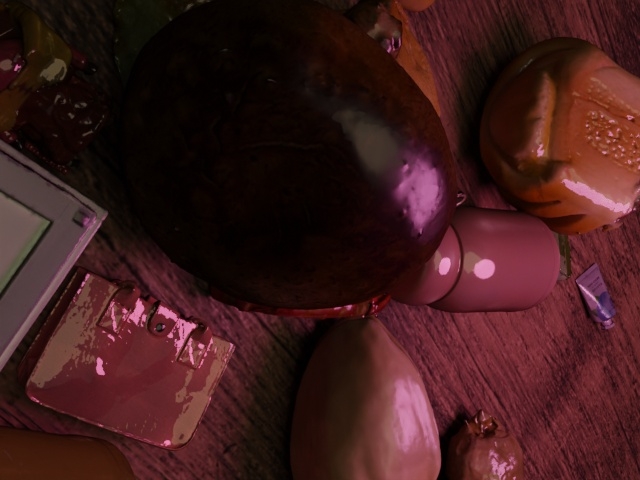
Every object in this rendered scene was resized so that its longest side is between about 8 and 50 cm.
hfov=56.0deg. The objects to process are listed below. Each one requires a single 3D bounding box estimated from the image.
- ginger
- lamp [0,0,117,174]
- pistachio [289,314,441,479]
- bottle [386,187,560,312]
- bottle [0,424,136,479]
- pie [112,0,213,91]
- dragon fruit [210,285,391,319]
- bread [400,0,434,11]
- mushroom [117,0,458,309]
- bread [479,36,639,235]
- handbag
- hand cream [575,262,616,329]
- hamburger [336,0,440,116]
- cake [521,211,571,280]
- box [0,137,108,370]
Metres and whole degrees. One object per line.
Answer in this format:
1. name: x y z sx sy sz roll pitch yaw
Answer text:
1. ginger: 0.292 0.440 1.075 0.138 0.152 0.267 -2 103 -7
2. lamp: -0.309 -0.174 0.553 0.253 0.118 0.118 40 72 -33
3. pistachio: 0.058 0.262 0.849 0.193 0.214 0.317 9 78 -80
4. bottle: 0.225 0.014 0.938 0.297 0.173 0.206 4 118 -35
5. bottle: -0.332 0.231 0.490 0.351 0.172 0.171 38 73 -54
6. pie: -0.111 -0.228 0.714 0.257 0.105 0.274 -8 100 -22
7. dragon fruit: 0.000 0.000 0.797 0.262 0.134 0.211 -3 94 -37
8. bread: 0.153 -0.451 0.878 0.147 0.098 0.217 25 79 -33
9. mushroom: -0.040 -0.072 0.608 0.239 0.345 0.345 -22 112 -67
10. bread: 0.407 -0.175 1.038 0.270 0.211 0.315 22 75 -13
11. handbag: -0.216 0.139 0.696 0.212 0.059 0.157 36 75 -34
12. hand cream: 0.615 0.130 1.335 0.084 0.053 0.142 -30 103 -30
13. hamburger: 0.090 -0.212 0.808 0.214 0.108 0.213 -9 90 -70
14. cake: 0.421 -0.032 1.174 0.100 0.099 0.235 31 56 -35
15. box: -0.356 0.000 0.535 0.225 0.117 0.225 39 72 -34
